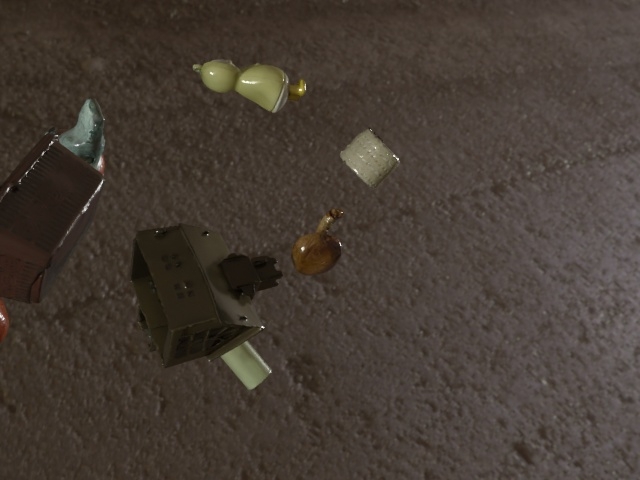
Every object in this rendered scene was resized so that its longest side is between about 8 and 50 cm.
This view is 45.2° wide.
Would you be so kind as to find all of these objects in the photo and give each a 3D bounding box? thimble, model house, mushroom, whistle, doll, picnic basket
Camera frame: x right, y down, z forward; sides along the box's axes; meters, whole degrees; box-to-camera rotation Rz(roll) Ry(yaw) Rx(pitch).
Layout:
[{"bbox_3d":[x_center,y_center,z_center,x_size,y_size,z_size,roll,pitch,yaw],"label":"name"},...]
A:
[{"bbox_3d":[0.106,-0.172,1.614,0.115,0.090,0.102,50,10,35],"label":"thimble"},{"bbox_3d":[-0.189,0.095,1.352,0.243,0.204,0.211,-14,61,-27],"label":"model house"},{"bbox_3d":[0.003,0.004,1.291,0.088,0.130,0.073,29,1,-27],"label":"mushroom"},{"bbox_3d":[-0.595,-0.222,1.909,0.189,0.348,0.189,22,50,-28],"label":"whistle"},{"bbox_3d":[-0.187,-0.422,2.019,0.296,0.141,0.117,19,85,-16],"label":"doll"},{"bbox_3d":[-0.484,-0.021,1.319,0.129,0.222,0.297,26,44,-8],"label":"picnic basket"}]

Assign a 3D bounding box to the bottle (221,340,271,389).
[{"bbox_3d":[-0.201,0.244,1.759,0.201,0.072,0.072,52,39,-8],"label":"bottle"}]

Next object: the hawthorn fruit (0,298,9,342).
[{"bbox_3d":[-0.630,0.138,1.385,0.125,0.125,0.140,-10,64,-38],"label":"hawthorn fruit"}]
